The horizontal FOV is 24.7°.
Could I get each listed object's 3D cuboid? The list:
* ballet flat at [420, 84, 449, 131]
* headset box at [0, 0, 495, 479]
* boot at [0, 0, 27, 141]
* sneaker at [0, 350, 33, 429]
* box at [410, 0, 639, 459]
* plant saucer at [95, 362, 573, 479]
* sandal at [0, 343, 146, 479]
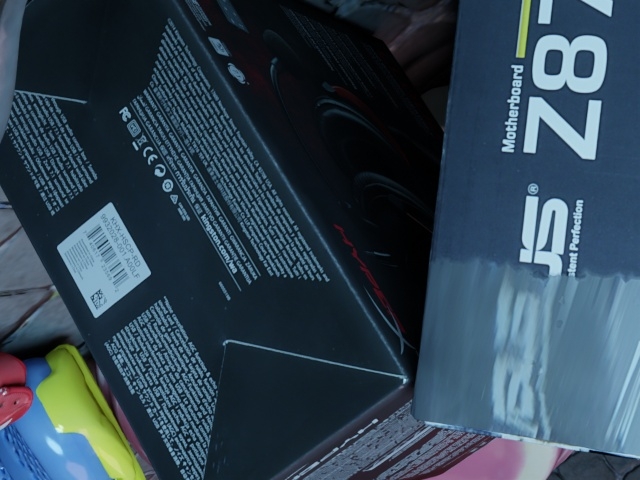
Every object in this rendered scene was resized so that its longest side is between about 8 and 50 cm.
[{"bbox_3d":[0.069,0.007,0.980,0.182,0.164,0.482,-3,146,-19],"label":"ballet flat"},{"bbox_3d":[0.000,0.000,0.674,0.110,0.218,0.293,-37,162,19],"label":"headset box"},{"bbox_3d":[-0.179,-0.081,0.358,0.264,0.096,0.280,-35,160,30],"label":"boot"},{"bbox_3d":[-0.207,0.070,0.758,0.128,0.087,0.221,-32,177,-35],"label":"sneaker"},{"bbox_3d":[0.169,-0.081,0.646,0.097,0.318,0.395,5,-179,26],"label":"box"},{"bbox_3d":[0.021,0.105,0.929,0.332,0.084,0.332,0,141,0],"label":"plant saucer"},{"bbox_3d":[-0.198,0.174,0.964,0.138,0.126,0.317,-21,158,-23],"label":"sandal"}]
